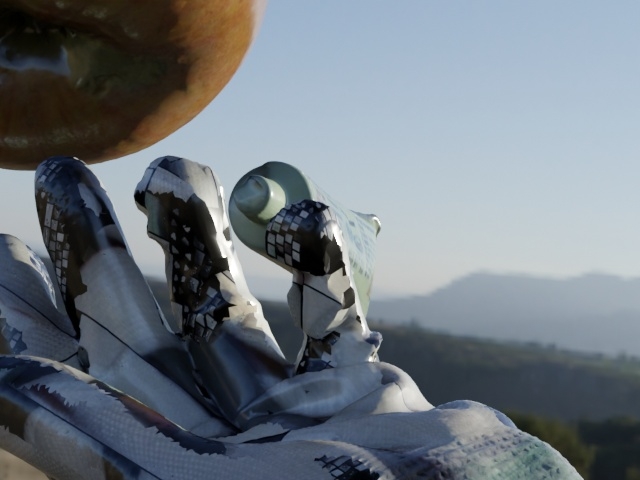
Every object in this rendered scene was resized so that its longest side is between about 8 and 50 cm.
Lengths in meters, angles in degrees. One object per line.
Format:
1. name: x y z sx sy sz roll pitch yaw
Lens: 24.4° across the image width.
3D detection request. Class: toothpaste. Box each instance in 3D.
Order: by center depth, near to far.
1. toothpaste: -0.001 -0.001 0.852 0.047 0.069 0.268 -23 -15 10

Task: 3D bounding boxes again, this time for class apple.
1. apple: -0.153 -0.160 0.844 0.260 0.194 0.261 3 -44 2

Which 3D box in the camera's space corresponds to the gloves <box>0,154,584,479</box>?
1. gloves: -0.026 0.058 0.447 0.212 0.111 0.127 25 53 32
